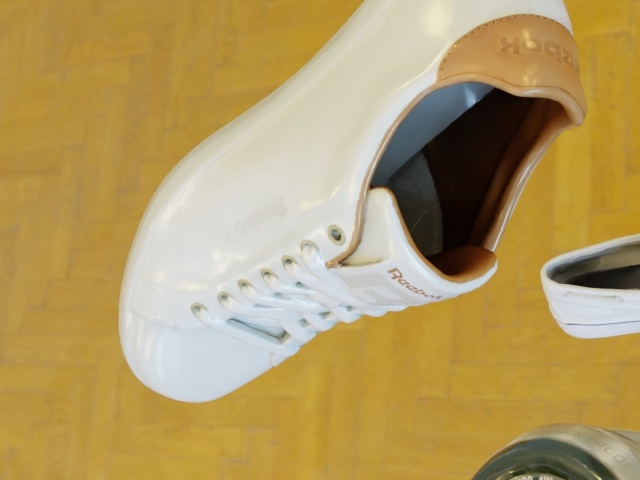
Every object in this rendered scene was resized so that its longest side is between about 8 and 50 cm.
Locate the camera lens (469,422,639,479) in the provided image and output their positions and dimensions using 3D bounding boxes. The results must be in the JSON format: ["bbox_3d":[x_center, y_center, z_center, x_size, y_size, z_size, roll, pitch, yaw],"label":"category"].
[{"bbox_3d":[0.224,0.230,0.779,0.219,0.274,0.220,-25,61,55],"label":"camera lens"}]

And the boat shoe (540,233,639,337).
[{"bbox_3d":[0.332,0.030,1.177,0.258,0.084,0.095,-16,46,20],"label":"boat shoe"}]

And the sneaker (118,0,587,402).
[{"bbox_3d":[0.000,0.000,0.561,0.290,0.105,0.123,-49,36,30],"label":"sneaker"}]
